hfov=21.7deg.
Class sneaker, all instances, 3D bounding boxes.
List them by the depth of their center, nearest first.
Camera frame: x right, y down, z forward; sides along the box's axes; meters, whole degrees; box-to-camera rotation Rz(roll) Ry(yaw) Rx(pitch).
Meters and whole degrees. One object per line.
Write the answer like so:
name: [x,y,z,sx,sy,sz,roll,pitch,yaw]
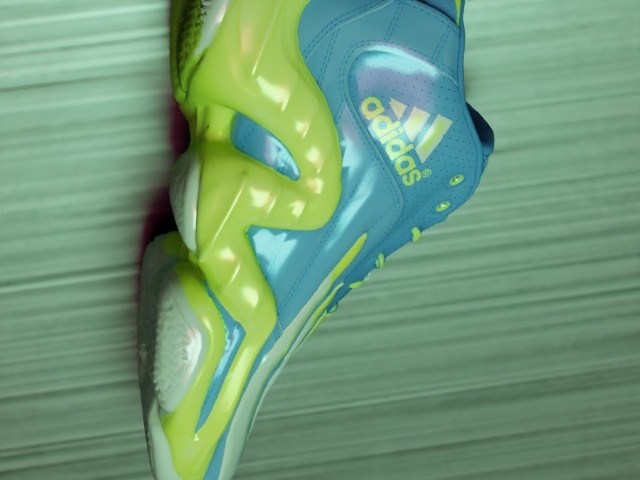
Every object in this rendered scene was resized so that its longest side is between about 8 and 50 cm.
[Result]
sneaker: [0.000,0.000,0.627,0.126,0.091,0.240,2,121,-12]
